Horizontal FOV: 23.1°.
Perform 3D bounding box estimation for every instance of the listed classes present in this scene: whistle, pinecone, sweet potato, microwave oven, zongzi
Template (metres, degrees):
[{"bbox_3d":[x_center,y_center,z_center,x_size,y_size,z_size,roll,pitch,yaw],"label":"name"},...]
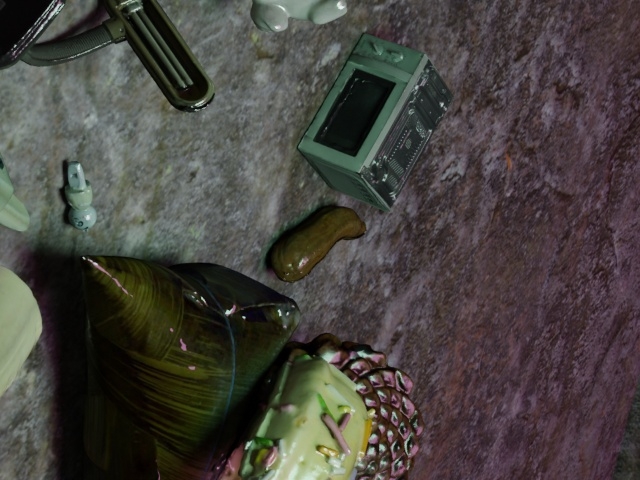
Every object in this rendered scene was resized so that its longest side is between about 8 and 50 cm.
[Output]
[{"bbox_3d":[-0.387,-0.070,1.664,0.092,0.110,0.244,-33,148,6],"label":"whistle"},{"bbox_3d":[-0.003,0.286,2.324,0.298,0.295,0.242,63,34,-10],"label":"pinecone"},{"bbox_3d":[0.003,-0.005,2.355,0.233,0.062,0.081,-32,151,-49],"label":"sweet potato"},{"bbox_3d":[-0.291,-0.051,1.886,0.035,0.035,0.100,-38,138,-39],"label":"whistle"},{"bbox_3d":[0.088,-0.172,2.307,0.208,0.122,0.162,-60,148,-10],"label":"microwave oven"},{"bbox_3d":[-0.247,0.206,1.948,0.432,0.207,0.403,17,98,-64],"label":"zongzi"}]

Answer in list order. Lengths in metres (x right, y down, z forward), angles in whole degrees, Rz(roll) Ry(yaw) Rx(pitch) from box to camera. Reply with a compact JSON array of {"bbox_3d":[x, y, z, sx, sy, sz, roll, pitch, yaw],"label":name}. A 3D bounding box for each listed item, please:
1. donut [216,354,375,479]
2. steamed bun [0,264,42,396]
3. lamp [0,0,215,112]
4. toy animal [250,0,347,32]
[{"bbox_3d":[-0.050,0.313,2.049,0.371,0.150,0.307,-60,-177,46],"label":"donut"},{"bbox_3d":[-0.418,0.124,1.713,0.200,0.170,0.225,-51,-176,44],"label":"steamed bun"},{"bbox_3d":[-0.253,-0.206,1.690,0.124,0.203,0.283,-53,157,15],"label":"lamp"},{"bbox_3d":[-0.024,-0.428,1.939,0.208,0.154,0.325,-13,101,-30],"label":"toy animal"}]
